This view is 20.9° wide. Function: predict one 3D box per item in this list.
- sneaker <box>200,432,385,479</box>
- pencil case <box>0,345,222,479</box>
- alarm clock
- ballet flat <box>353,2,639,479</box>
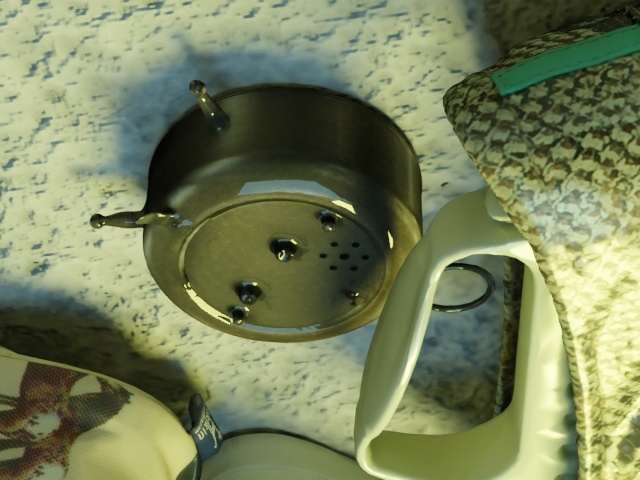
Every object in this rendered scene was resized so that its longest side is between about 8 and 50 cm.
[{"bbox_3d":[0.062,0.230,0.989,0.292,0.169,0.108,18,134,-21],"label":"sneaker"},{"bbox_3d":[-0.155,0.260,0.844,0.160,0.410,0.183,-18,140,36],"label":"pencil case"},{"bbox_3d":[0.000,0.000,0.812,0.192,0.064,0.129,19,136,-24],"label":"alarm clock"},{"bbox_3d":[0.104,0.094,0.832,0.182,0.164,0.483,-12,135,-7],"label":"ballet flat"}]
